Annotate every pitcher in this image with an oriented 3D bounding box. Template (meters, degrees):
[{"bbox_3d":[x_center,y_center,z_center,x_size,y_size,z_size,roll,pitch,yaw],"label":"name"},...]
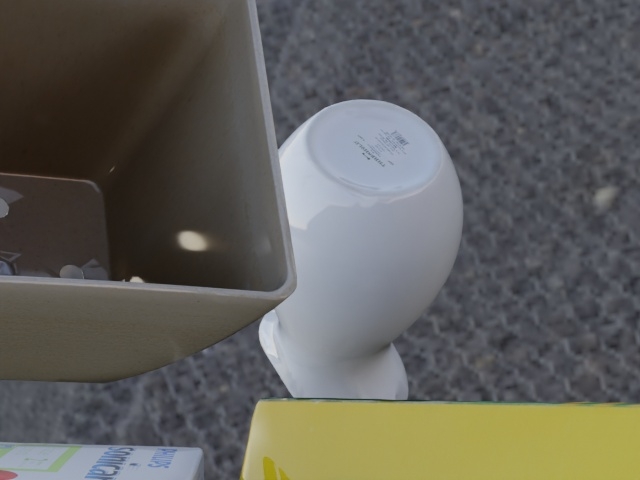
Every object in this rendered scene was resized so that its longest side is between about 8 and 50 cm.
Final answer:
[{"bbox_3d":[0.000,0.000,0.974,0.125,0.207,0.178,-33,61,-33],"label":"pitcher"}]

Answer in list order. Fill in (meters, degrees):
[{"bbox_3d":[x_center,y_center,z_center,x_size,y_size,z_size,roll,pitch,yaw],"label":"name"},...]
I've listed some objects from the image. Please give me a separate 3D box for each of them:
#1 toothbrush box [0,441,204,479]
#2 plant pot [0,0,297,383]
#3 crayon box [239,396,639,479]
[{"bbox_3d":[-0.198,0.158,0.664,0.283,0.122,0.206,3,2,0],"label":"toothbrush box"},{"bbox_3d":[-0.080,-0.013,0.434,0.109,0.096,0.109,4,60,-23],"label":"plant pot"},{"bbox_3d":[0.086,0.248,0.603,0.313,0.106,0.363,-3,69,40],"label":"crayon box"}]
